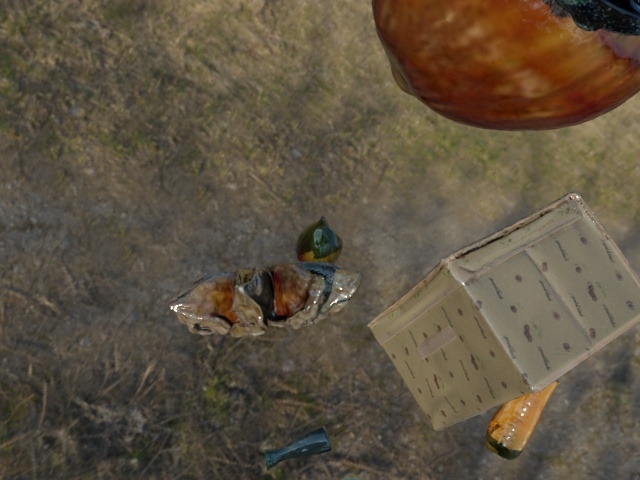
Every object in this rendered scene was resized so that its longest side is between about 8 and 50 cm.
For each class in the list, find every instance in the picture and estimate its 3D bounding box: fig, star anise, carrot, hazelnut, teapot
[{"bbox_3d":[0.000,0.000,1.728,0.103,0.155,0.109,11,39,2],"label":"fig"},{"bbox_3d":[-0.090,0.096,1.261,0.331,0.331,0.118,-2,88,-37],"label":"star anise"},{"bbox_3d":[0.393,0.335,1.534,0.087,0.193,0.087,29,1,0],"label":"carrot"},{"bbox_3d":[0.274,-0.337,1.087,0.421,0.421,0.353,15,58,-28],"label":"hazelnut"},{"bbox_3d":[-0.038,0.336,1.260,0.110,0.043,0.043,-19,66,-1],"label":"teapot"}]

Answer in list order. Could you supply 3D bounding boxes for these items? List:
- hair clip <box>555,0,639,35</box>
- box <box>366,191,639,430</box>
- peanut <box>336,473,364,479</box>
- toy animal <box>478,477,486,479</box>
[{"bbox_3d":[0.259,-0.300,0.705,0.206,0.194,0.310,38,34,7],"label":"hair clip"},{"bbox_3d":[0.239,0.105,1.050,0.225,0.297,0.190,-27,79,-23],"label":"box"},{"bbox_3d":[0.071,0.509,1.344,0.120,0.110,0.236,-18,100,-15],"label":"peanut"},{"bbox_3d":[0.327,0.538,1.417,0.260,0.243,0.087,19,25,35],"label":"toy animal"}]
